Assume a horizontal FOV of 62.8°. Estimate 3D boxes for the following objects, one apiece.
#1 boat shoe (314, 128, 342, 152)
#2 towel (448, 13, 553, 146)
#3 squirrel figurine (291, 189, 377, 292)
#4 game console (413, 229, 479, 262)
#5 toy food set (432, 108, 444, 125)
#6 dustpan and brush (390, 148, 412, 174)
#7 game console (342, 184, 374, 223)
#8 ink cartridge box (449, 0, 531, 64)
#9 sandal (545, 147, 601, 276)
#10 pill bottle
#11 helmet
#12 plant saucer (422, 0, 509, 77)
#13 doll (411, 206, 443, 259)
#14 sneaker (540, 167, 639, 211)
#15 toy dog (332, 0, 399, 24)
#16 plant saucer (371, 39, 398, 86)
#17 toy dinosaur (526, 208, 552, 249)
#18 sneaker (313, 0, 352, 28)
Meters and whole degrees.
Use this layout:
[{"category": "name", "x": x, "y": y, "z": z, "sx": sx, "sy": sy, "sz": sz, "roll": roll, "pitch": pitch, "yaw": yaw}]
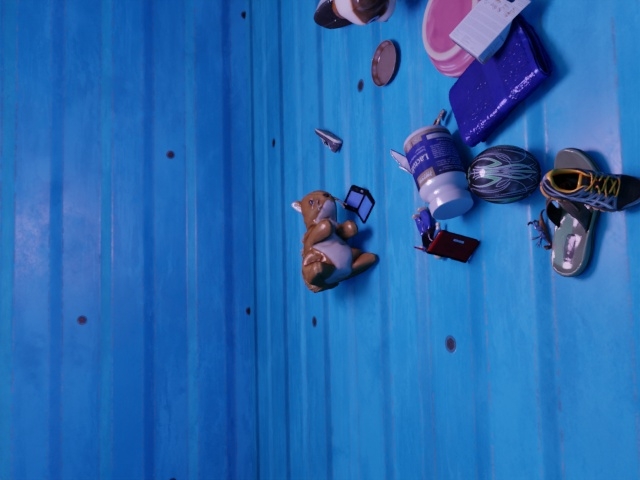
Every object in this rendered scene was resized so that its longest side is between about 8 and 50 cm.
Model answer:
[{"category": "boat shoe", "x": 0.026, "y": -0.453, "z": 2.360, "sx": 0.206, "sy": 0.075, "sz": 0.065, "roll": 45, "pitch": 126, "yaw": 50}, {"category": "towel", "x": 0.483, "y": -0.427, "z": 1.433, "sx": 0.308, "sy": 0.076, "sz": 0.228, "roll": 131, "pitch": 137, "yaw": -52}, {"category": "squirrel figurine", "x": 0.000, "y": 0.000, "z": 2.148, "sx": 0.397, "sy": 0.281, "sz": 0.370, "roll": 123, "pitch": 130, "yaw": -61}, {"category": "game console", "x": 0.373, "y": 0.012, "z": 1.564, "sx": 0.085, "sy": 0.144, "sz": 0.124, "roll": -106, "pitch": 36, "yaw": -52}, {"category": "toy food set", "x": 0.364, "y": -0.368, "z": 1.686, "sx": 0.122, "sy": 0.019, "sz": 0.078, "roll": -67, "pitch": -6, "yaw": 21}, {"category": "dustpan and brush", "x": 0.324, "y": -0.219, "z": 1.728, "sx": 0.211, "sy": 0.147, "sz": 0.060, "roll": 36, "pitch": 105, "yaw": 27}, {"category": "game console", "x": 0.151, "y": -0.145, "z": 2.106, "sx": 0.071, "sy": 0.107, "sz": 0.122, "roll": -76, "pitch": 8, "yaw": -51}, {"category": "ink cartridge box", "x": 0.449, "y": -0.574, "z": 1.387, "sx": 0.179, "sy": 0.045, "sz": 0.145, "roll": -44, "pitch": 47, "yaw": 16}, {"category": "sandal", "x": 0.575, "y": -0.064, "z": 1.212, "sx": 0.120, "sy": 0.086, "sz": 0.303, "roll": 6, "pitch": 95, "yaw": 64}, {"category": "pill bottle", "x": 0.358, "y": -0.204, "z": 1.585, "sx": 0.153, "sy": 0.153, "sz": 0.265, "roll": -52, "pitch": 44, "yaw": 51}, {"category": "helmet", "x": 0.473, "y": -0.170, "z": 1.358, "sx": 0.161, "sy": 0.169, "sz": 0.169, "roll": -168, "pitch": 79, "yaw": -81}, {"category": "plant saucer", "x": 0.411, "y": -0.662, "z": 1.563, "sx": 0.332, "sy": 0.084, "sz": 0.332, "roll": 1, "pitch": 92, "yaw": 64}, {"category": "doll", "x": 0.357, "y": -0.020, "z": 1.705, "sx": 0.129, "sy": 0.046, "sz": 0.189, "roll": 121, "pitch": 141, "yaw": -48}, {"category": "sneaker", "x": 0.581, "y": -0.113, "z": 1.119, "sx": 0.215, "sy": 0.083, "sz": 0.084, "roll": 7, "pitch": 81, "yaw": 27}, {"category": "toy dog", "x": 0.182, "y": -0.915, "z": 1.711, "sx": 0.284, "sy": 0.395, "sz": 0.408, "roll": 23, "pitch": 101, "yaw": 53}, {"category": "plant saucer", "x": 0.244, "y": -0.661, "z": 1.966, "sx": 0.168, "sy": 0.029, "sz": 0.168, "roll": -3, "pitch": 87, "yaw": 63}, {"category": "toy dinosaur", "x": 0.555, "y": -0.019, "z": 1.310, "sx": 0.082, "sy": 0.047, "sz": 0.090, "roll": 48, "pitch": 123, "yaw": 30}, {"category": "sneaker", "x": 0.130, "y": -1.059, "z": 2.102, "sx": 0.447, "sy": 0.169, "sz": 0.257, "roll": -22, "pitch": 61, "yaw": 54}]
